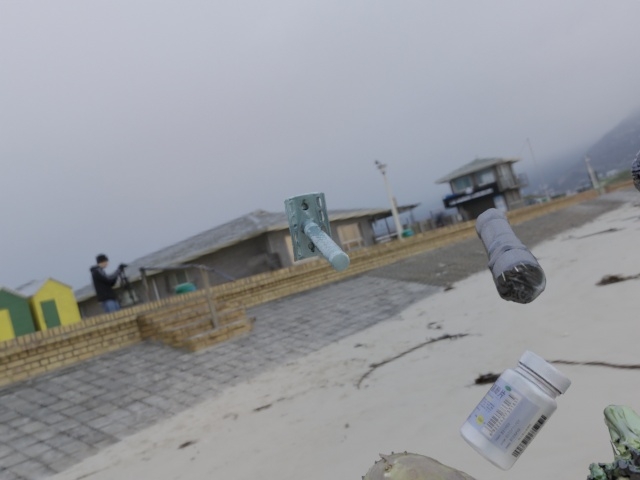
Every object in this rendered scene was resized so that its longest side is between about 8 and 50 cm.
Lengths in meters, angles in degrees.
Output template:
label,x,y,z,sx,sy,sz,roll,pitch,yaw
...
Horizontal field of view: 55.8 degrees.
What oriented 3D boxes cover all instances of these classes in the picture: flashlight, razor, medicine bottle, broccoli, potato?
label,x,y,z,sx,sy,sz,roll,pitch,yaw
flashlight,0.420,0.017,1.383,0.103,0.103,0.424,-17,17,12
razor,0.000,0.000,0.870,0.068,0.105,0.232,-12,14,-8
medicine bottle,0.328,0.284,1.018,0.186,0.103,0.103,-52,-4,0
broccoli,0.557,0.359,1.022,0.247,0.262,0.243,-3,15,-1
potato,0.295,0.688,1.591,0.289,0.300,0.237,-7,-19,-32

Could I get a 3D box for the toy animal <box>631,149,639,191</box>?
label,x,y,z,sx,sy,sz,roll,pitch,yaw
toy animal,0.771,-0.169,1.358,0.122,0.298,0.185,8,42,34
